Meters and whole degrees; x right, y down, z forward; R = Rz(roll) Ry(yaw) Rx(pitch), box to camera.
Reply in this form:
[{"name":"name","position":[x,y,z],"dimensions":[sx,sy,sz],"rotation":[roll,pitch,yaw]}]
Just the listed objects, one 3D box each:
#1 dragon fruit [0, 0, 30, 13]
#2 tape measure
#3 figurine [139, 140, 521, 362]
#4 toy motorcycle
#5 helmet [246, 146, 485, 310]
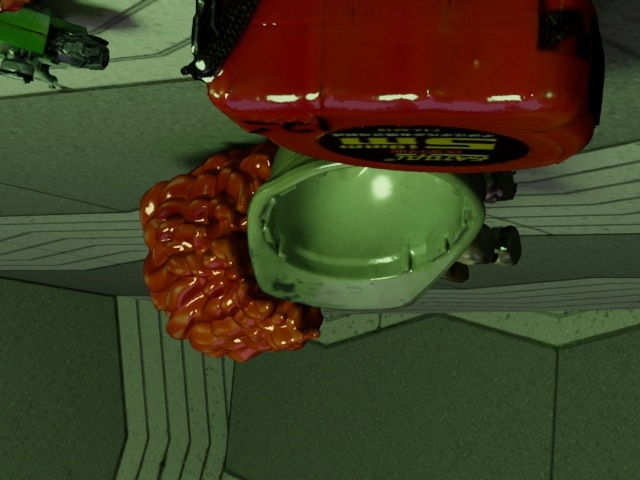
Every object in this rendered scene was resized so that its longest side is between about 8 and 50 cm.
[{"name":"dragon fruit","position":[-0.248,-0.149,0.744],"dimensions":[0.133,0.207,0.150],"rotation":[24,-154,-26]},{"name":"tape measure","position":[0.062,-0.117,0.850],"dimensions":[0.253,0.114,0.260],"rotation":[2,174,12]},{"name":"figurine","position":[0.010,-0.004,1.359],"dimensions":[0.412,0.241,0.306],"rotation":[-13,-165,-2]},{"name":"toy motorcycle","position":[-0.247,-0.154,0.915],"dimensions":[0.106,0.074,0.190],"rotation":[9,178,45]},{"name":"helmet","position":[0.036,-0.055,1.129],"dimensions":[0.204,0.137,0.257],"rotation":[8,148,-13]}]
